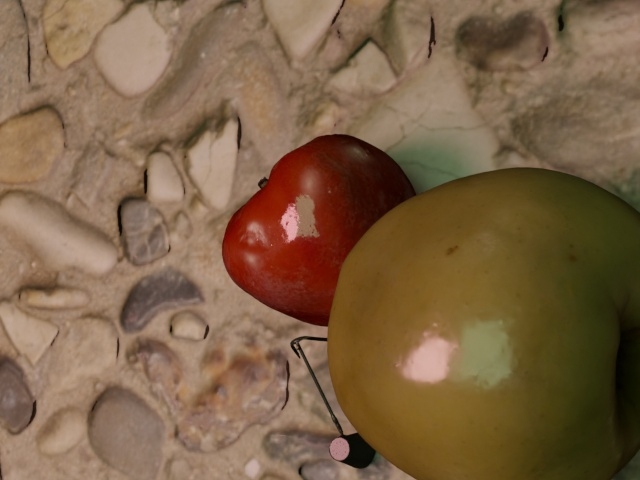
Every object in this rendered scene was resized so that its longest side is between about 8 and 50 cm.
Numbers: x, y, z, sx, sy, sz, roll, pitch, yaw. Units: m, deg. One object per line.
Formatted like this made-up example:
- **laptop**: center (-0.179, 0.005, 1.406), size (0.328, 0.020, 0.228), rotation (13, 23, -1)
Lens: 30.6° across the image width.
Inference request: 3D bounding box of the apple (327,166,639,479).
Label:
- **apple**: center (0.140, 0.073, 0.881), size (0.262, 0.262, 0.262), rotation (-6, 78, 28)

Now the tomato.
- **tomato**: center (0.000, 0.000, 1.013), size (0.187, 0.187, 0.151), rotation (-34, 87, 20)

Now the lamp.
- **lamp**: center (0.008, 0.145, 1.043), size (0.041, 0.054, 0.121), rotation (-28, 69, 21)
